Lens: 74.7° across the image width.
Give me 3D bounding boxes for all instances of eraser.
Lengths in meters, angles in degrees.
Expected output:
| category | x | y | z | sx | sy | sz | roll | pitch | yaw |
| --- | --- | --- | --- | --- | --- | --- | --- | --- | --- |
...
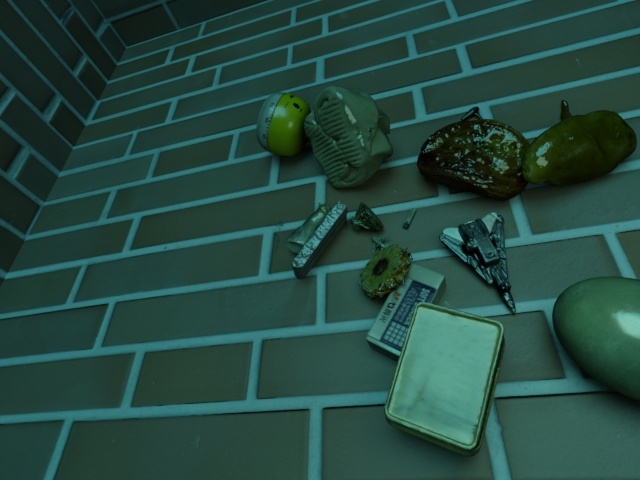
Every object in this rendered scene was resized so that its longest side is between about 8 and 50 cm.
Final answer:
| category | x | y | z | sx | sy | sz | roll | pitch | yaw |
| --- | --- | --- | --- | --- | --- | --- | --- | --- | --- |
| eraser | 0.257 | 0.211 | 1.239 | 0.124 | 0.081 | 0.279 | 21 | 66 | 33 |

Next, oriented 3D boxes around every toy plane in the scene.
| category | x | y | z | sx | sy | sz | roll | pitch | yaw |
| --- | --- | --- | --- | --- | --- | --- | --- | --- | --- |
| toy plane | 0.200 | 0.007 | 1.439 | 0.080 | 0.033 | 0.083 | -48 | 52 | 3 |
| toy plane | 0.499 | 0.066 | 1.236 | 0.204 | 0.103 | 0.316 | -19 | 51 | 6 |

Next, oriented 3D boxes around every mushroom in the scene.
| category | x | y | z | sx | sy | sz | roll | pitch | yaw |
| --- | --- | --- | --- | --- | --- | --- | --- | --- | --- |
| mushroom | -0.034 | -0.048 | 1.539 | 0.081 | 0.092 | 0.223 | 41 | 64 | 0 |

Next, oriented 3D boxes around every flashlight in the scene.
| category | x | y | z | sx | sy | sz | roll | pitch | yaw |
| --- | --- | --- | --- | --- | --- | --- | --- | --- | --- |
| flashlight | 0.312 | -0.077 | 1.466 | 0.018 | 0.018 | 0.083 | 17 | 64 | 28 |

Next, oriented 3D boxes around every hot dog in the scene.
| category | x | y | z | sx | sy | sz | roll | pitch | yaw |
| --- | --- | --- | --- | --- | --- | --- | --- | --- | --- |
| hot dog | 0.519 | -0.280 | 1.433 | 0.388 | 0.174 | 0.267 | 24 | 69 | 32 |

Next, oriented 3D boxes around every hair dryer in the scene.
| category | x | y | z | sx | sy | sz | roll | pitch | yaw |
| --- | --- | --- | --- | --- | --- | --- | --- | --- | --- |
| hair dryer | 0.606 | -0.481 | 1.644 | 0.079 | 0.031 | 0.083 | -39 | 59 | 5 |

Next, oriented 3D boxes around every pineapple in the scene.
| category | x | y | z | sx | sy | sz | roll | pitch | yaw |
| --- | --- | --- | --- | --- | --- | --- | --- | --- | --- |
| pineapple | 0.198 | 0.089 | 1.318 | 0.221 | 0.047 | 0.221 | -40 | 23 | 21 |

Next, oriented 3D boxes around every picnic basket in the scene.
| category | x | y | z | sx | sy | sz | roll | pitch | yaw |
| --- | --- | --- | --- | --- | --- | --- | --- | --- | --- |
| picnic basket | 0.314 | 0.341 | 1.049 | 0.228 | 0.175 | 0.312 | 12 | 71 | 28 |

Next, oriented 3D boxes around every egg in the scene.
| category | x | y | z | sx | sy | sz | roll | pitch | yaw |
| --- | --- | --- | --- | --- | --- | --- | --- | --- | --- |
| egg | 0.714 | 0.222 | 0.945 | 0.352 | 0.258 | 0.258 | 27 | 69 | 29 |

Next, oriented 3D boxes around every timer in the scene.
| category | x | y | z | sx | sy | sz | roll | pitch | yaw |
| --- | --- | --- | --- | --- | --- | --- | --- | --- | --- |
| timer | -0.109 | -0.476 | 1.781 | 0.285 | 0.285 | 0.285 | -10 | 53 | 14 |

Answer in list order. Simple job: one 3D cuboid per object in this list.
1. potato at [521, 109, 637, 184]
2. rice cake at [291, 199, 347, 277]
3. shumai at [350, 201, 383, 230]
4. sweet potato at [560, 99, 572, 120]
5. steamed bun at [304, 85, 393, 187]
| category | x | y | z | sx | sy | sz | roll | pitch | yaw |
| --- | --- | --- | --- | --- | --- | --- | --- | --- | --- |
| potato | 0.791 | -0.279 | 1.305 | 0.369 | 0.195 | 0.176 | -19 | 45 | -10 |
| rice cake | 0.001 | 0.000 | 1.476 | 0.050 | 0.106 | 0.298 | 30 | 69 | 17 |
| shumai | 0.155 | -0.068 | 1.482 | 0.087 | 0.099 | 0.123 | -42 | 48 | 10 |
| sweet potato | 0.884 | -0.440 | 1.495 | 0.044 | 0.044 | 0.179 | -10 | 46 | 14 |
| steamed bun | 0.126 | -0.400 | 1.592 | 0.255 | 0.367 | 0.342 | -27 | 7 | -28 |
